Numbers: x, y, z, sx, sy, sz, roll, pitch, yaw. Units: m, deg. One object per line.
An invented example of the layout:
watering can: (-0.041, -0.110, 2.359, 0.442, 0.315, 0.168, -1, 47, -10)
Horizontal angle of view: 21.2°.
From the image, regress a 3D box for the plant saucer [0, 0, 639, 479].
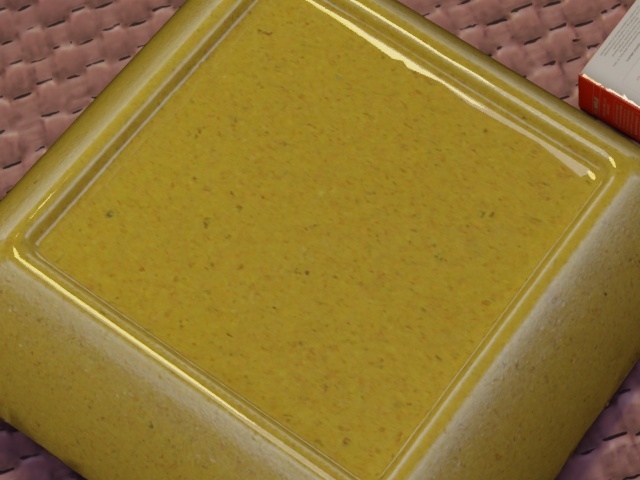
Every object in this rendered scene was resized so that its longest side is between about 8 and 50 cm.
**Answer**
plant saucer: (0.000, 0.000, 0.886, 0.333, 0.081, 0.332, 33, 68, 15)

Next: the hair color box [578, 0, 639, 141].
hair color box: (0.220, -0.074, 0.941, 0.141, 0.043, 0.072, 34, 76, 20)
